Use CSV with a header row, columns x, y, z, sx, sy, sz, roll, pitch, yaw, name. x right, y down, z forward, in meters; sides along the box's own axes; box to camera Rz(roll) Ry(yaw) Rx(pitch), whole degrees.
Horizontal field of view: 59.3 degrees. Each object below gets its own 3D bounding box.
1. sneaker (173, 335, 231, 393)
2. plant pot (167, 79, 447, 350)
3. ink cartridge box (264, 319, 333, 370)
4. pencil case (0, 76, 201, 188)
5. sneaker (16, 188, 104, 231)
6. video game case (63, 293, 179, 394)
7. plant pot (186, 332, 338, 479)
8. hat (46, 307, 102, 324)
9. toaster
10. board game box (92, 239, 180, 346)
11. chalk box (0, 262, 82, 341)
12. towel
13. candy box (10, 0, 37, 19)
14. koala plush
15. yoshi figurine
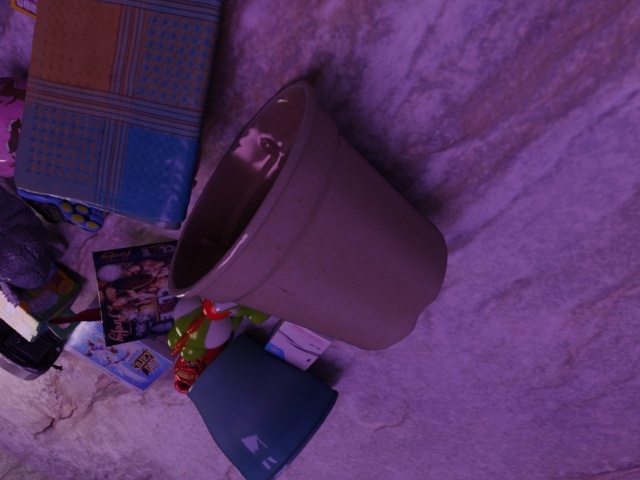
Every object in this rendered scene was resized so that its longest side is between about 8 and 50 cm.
x,y,z,sx,sy,sz,roll,pitch,yaw,name
-0.286,0.277,1.314,0.107,0.118,0.279,24,136,0,sneaker
0.000,0.000,0.813,0.305,0.334,0.333,33,137,-24,plant pot
-0.034,0.187,1.159,0.104,0.060,0.180,30,136,-5,ink cartridge box
-0.389,-0.165,0.915,0.385,0.160,0.167,10,160,15,pencil case
-0.518,-0.067,1.138,0.188,0.067,0.078,22,148,7,sneaker
-0.517,0.277,1.459,0.244,0.061,0.269,35,135,-12,video game case
-0.143,0.353,1.236,0.255,0.272,0.272,42,135,2,plant pot
-0.444,0.194,1.258,0.208,0.184,0.173,18,136,8,hat
-0.830,0.305,1.578,0.227,0.129,0.146,39,138,-17,toaster
-0.374,0.114,1.171,0.165,0.042,0.243,-10,135,-23,board game box
-0.662,0.138,1.320,0.213,0.132,0.132,42,135,-6,chalk box
-0.277,-0.221,0.771,0.271,0.040,0.371,16,103,9,towel
-0.356,-0.346,0.821,0.205,0.027,0.105,25,133,-1,candy box
-0.632,0.033,1.163,0.203,0.196,0.221,24,152,13,koala plush
-0.172,0.086,1.085,0.203,0.204,0.362,7,135,-44,yoshi figurine
